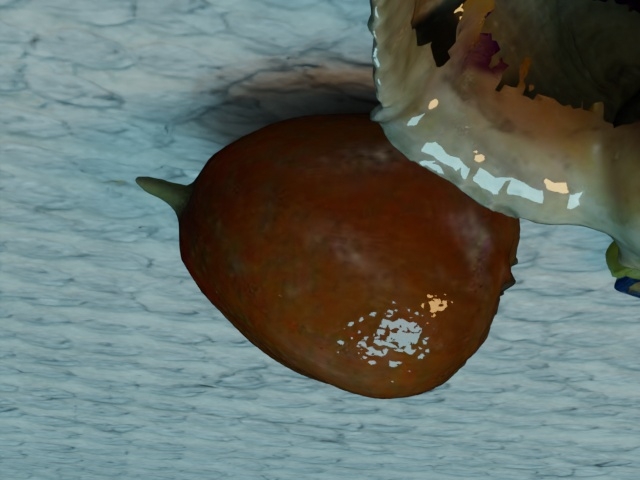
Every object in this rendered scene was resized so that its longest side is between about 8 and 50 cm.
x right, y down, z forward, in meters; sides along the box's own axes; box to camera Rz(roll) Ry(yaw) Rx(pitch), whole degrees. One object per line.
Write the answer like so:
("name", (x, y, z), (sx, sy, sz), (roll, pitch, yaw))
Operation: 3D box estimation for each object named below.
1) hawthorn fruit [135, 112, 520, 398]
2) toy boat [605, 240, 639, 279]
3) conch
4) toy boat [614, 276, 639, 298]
("hawthorn fruit", (0.000, 0.000, 0.897), (0.251, 0.199, 0.199), (15, 155, 0))
("toy boat", (0.326, -0.026, 0.920), (0.276, 0.084, 0.111), (-14, 153, 38))
("conch", (0.170, -0.121, 0.606), (0.297, 0.210, 0.352), (2, 134, 2))
("toy boat", (0.336, 0.039, 1.095), (0.229, 0.046, 0.080), (12, 153, -20))
